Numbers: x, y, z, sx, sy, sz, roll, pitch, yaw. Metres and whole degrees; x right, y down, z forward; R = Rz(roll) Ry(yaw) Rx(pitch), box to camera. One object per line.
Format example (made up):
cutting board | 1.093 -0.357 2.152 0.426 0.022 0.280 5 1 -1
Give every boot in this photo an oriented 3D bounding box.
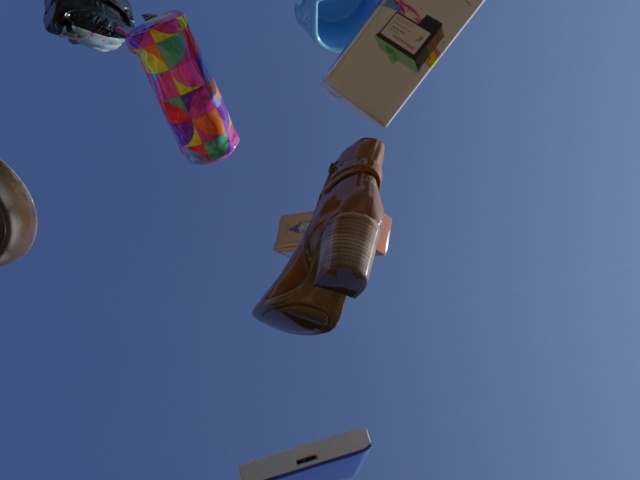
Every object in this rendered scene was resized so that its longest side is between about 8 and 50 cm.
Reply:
boot | 0.000 0.000 0.881 0.109 0.283 0.220 20 -124 -12

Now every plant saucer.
plant saucer | -0.742 -0.060 1.275 0.311 0.050 0.310 2 -60 3

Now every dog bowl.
dog bowl | 0.042 -0.452 1.090 0.166 0.297 0.074 -15 -118 -10

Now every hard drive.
hard drive | -0.026 0.410 1.115 0.210 0.318 0.040 -15 -116 -8

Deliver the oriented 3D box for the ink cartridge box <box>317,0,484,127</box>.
ink cartridge box | 0.126 -0.314 0.949 0.117 0.201 0.278 37 -82 -9

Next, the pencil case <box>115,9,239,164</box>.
pencil case | -0.209 -0.231 0.955 0.104 0.104 0.236 -23 -58 0

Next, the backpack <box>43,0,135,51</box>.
backpack | -0.502 -0.491 1.366 0.115 0.182 0.152 -6 -100 44

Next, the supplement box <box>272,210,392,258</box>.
supplement box | 0.017 -0.011 1.167 0.233 0.080 0.078 -4 -112 44
